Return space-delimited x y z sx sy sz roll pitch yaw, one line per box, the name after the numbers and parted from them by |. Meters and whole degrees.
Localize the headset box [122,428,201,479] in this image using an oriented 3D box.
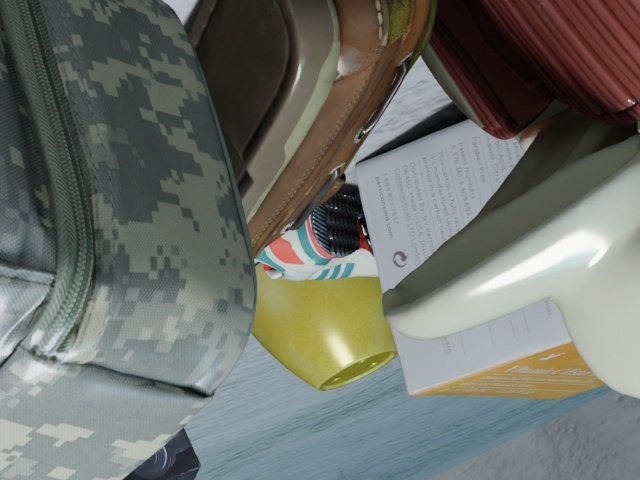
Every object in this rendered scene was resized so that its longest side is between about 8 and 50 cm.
-0.235 0.189 1.417 0.283 0.131 0.246 -21 164 -17 | headset box

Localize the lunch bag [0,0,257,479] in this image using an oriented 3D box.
-0.209 0.010 0.715 0.256 0.213 0.305 15 137 -43 | lunch bag

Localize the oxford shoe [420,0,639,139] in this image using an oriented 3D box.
0.137 -0.136 0.917 0.130 0.123 0.348 -37 -172 -9 | oxford shoe

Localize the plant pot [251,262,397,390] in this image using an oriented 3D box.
0.009 0.057 1.442 0.134 0.095 0.134 -25 165 -7 | plant pot

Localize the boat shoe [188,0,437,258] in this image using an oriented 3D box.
-0.034 -0.043 1.007 0.104 0.111 0.307 -14 161 -34 | boat shoe

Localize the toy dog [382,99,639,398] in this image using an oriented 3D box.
0.304 0.065 0.963 0.395 0.408 0.284 -32 -168 29 | toy dog

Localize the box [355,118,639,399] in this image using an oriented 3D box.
0.233 -0.019 1.259 0.345 0.168 0.215 -22 163 32 | box

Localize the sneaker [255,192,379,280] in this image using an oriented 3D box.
0.000 0.000 1.341 0.075 0.057 0.161 -14 171 22 | sneaker
